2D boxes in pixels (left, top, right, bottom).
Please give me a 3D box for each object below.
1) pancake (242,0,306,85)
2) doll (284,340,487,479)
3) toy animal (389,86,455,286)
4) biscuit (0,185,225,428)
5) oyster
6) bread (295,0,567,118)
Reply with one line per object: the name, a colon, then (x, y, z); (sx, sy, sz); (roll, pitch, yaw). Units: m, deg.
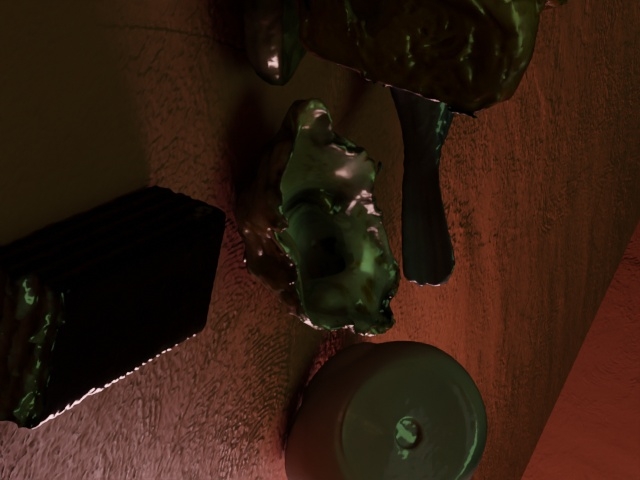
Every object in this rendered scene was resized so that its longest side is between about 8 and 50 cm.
pancake: (-0.017, -0.242, 1.216); (0.242, 0.050, 0.242); (17, 90, -83)
doll: (0.066, 0.212, 1.743); (0.251, 0.221, 0.221); (-34, 146, -23)
toy animal: (0.094, -0.162, 1.485); (0.206, 0.081, 0.367); (48, 42, -53)
biscuit: (-0.156, 0.042, 1.088); (0.252, 0.070, 0.106); (-31, 137, -61)
oyster: (-0.003, -0.004, 1.404); (0.341, 0.110, 0.166); (43, 64, -67)
bread: (0.103, -0.226, 1.229); (0.344, 0.195, 0.149); (-65, 172, -66)
